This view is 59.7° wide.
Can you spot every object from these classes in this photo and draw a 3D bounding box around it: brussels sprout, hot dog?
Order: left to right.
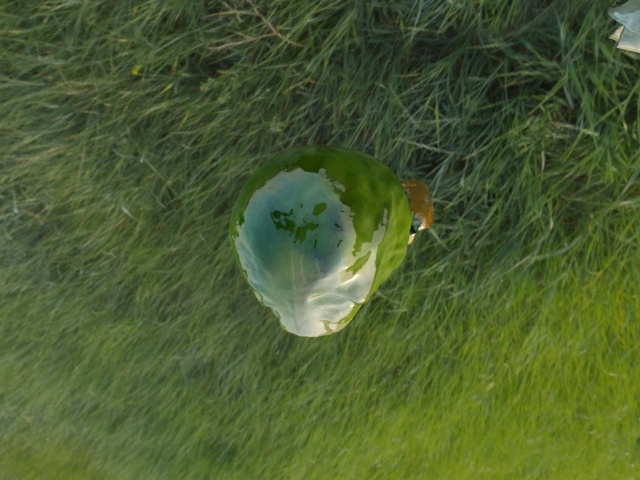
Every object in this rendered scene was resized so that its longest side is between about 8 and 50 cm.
[{"bbox_3d":[-0.004,-0.002,0.523,0.144,0.162,0.180,35,113,44],"label":"brussels sprout"},{"bbox_3d":[0.121,-0.048,0.791,0.055,0.188,0.072,39,108,-8],"label":"hot dog"}]

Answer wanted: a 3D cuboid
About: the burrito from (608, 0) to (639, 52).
[{"bbox_3d":[0.321,-0.184,0.387,0.226,0.087,0.060,-15,88,39],"label":"burrito"}]
